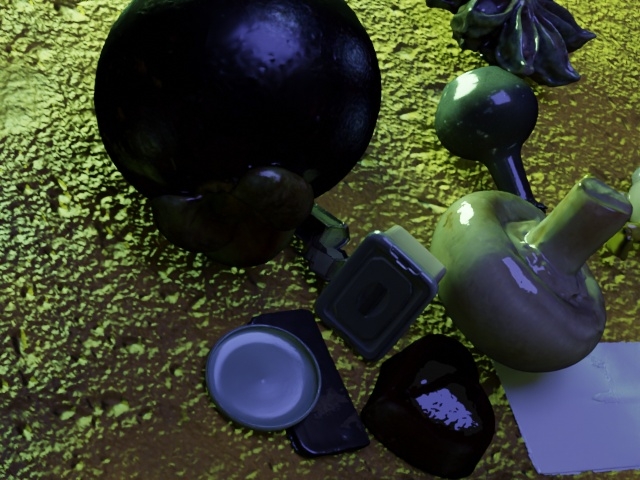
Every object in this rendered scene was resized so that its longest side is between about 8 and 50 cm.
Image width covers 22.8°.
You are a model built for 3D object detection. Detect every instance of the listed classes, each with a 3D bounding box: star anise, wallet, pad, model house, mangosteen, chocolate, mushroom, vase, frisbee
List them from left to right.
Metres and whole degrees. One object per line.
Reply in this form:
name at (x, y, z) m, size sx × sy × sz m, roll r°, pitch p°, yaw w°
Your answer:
mangosteen at (-0.078, -0.127, 1.517) m, size 0.288 × 0.288 × 0.288 m, roll 17°, pitch 47°, yaw -19°
frisbee at (-0.053, 0.128, 1.478) m, size 0.110 × 0.014 × 0.110 m, roll 7°, pitch 58°, yaw -10°
wallet at (-0.014, 0.135, 1.511) m, size 0.082 × 0.018 × 0.156 m, roll -5°, pitch 58°, yaw -34°
model house at (0.000, 0.000, 1.616) m, size 0.083 × 0.057 × 0.058 m, roll 33°, pitch 13°, yaw 24°
chocolate at (0.106, 0.147, 1.532) m, size 0.125 × 0.080 × 0.148 m, roll 6°, pitch 53°, yaw -28°
vase at (0.202, -0.101, 1.785) m, size 0.120 × 0.120 × 0.183 m, roll -10°, pitch 74°, yaw -37°
star anise at (0.223, -0.286, 1.952) m, size 0.236 × 0.109 × 0.223 m, roll 44°, pitch 50°, yaw -16°
mushroom at (0.224, 0.019, 1.606) m, size 0.207 × 0.215 × 0.207 m, roll 30°, pitch 32°, yaw -22°
pad at (0.292, 0.174, 1.678) m, size 0.232 × 0.004 × 0.156 m, roll 1°, pitch 53°, yaw -31°

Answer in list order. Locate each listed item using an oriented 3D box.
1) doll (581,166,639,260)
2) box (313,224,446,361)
doll at (0.485, -0.030, 1.906) m, size 0.365 × 0.094 × 0.160 m, roll 4°, pitch 44°, yaw -30°
box at (0.062, 0.048, 1.564) m, size 0.089 × 0.122 × 0.062 m, roll 42°, pitch 31°, yaw 7°
